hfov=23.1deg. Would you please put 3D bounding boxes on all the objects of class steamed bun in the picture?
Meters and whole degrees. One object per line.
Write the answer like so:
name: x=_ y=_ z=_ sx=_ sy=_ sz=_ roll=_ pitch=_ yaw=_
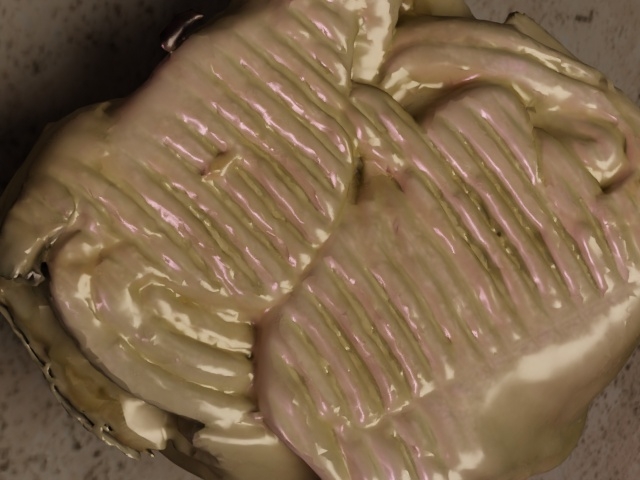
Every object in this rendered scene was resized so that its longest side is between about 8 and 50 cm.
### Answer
steamed bun: x=0.000 y=0.000 z=0.921 sx=0.394 sy=0.237 sz=0.347 roll=0 pitch=77 yaw=-10
